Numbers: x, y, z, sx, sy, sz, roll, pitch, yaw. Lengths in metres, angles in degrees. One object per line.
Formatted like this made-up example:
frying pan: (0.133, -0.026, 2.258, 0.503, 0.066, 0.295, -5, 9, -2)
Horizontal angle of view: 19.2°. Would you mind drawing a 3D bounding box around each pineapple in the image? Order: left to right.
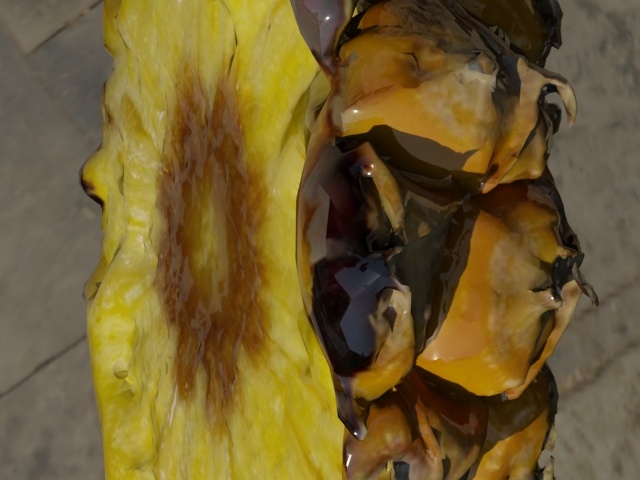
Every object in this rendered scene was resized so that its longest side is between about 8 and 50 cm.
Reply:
pineapple: (0.000, 0.000, 0.420, 0.076, 0.225, 0.225, -5, 105, -19)
